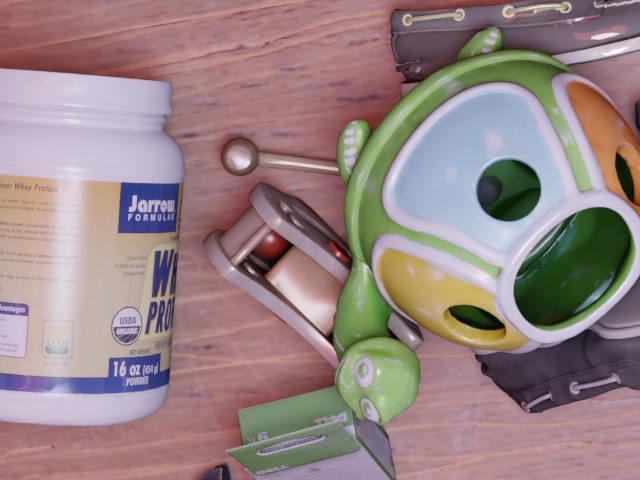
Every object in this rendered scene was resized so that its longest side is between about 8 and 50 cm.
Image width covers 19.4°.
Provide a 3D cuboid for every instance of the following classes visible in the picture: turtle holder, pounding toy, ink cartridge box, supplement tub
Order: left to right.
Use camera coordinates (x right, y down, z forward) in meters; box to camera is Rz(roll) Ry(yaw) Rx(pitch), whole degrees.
[{"bbox_3d":[-0.245,0.001,1.743,0.228,0.228,0.316,5,94,11],"label":"supplement tub"},{"bbox_3d":[-0.009,0.185,1.718,0.109,0.209,0.062,-15,63,11],"label":"ink cartridge box"},{"bbox_3d":[0.000,0.000,1.734,0.269,0.154,0.155,45,100,5],"label":"pounding toy"},{"bbox_3d":[0.133,-0.011,1.585,0.320,0.227,0.243,-22,124,-13],"label":"turtle holder"}]

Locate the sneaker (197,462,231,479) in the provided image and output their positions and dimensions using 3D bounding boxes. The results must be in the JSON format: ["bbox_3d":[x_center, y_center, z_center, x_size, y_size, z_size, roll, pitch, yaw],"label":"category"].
[{"bbox_3d":[-0.091,0.311,1.820,0.089,0.051,0.170,-30,84,15],"label":"sneaker"}]

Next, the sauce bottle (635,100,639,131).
[{"bbox_3d":[0.340,0.040,1.693,0.111,0.111,0.344,-7,93,11],"label":"sauce bottle"}]

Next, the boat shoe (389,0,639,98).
[{"bbox_3d":[0.211,-0.201,1.707,0.305,0.109,0.091,-13,95,15],"label":"boat shoe"}]

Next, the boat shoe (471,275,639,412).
[{"bbox_3d":[0.264,0.091,1.642,0.112,0.335,0.095,-41,105,-31],"label":"boat shoe"}]
